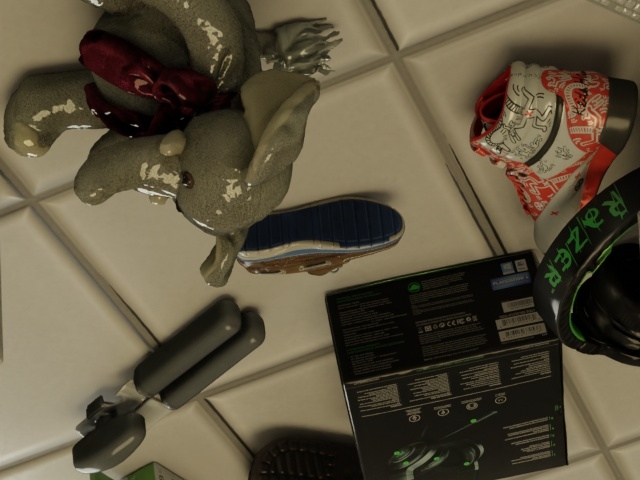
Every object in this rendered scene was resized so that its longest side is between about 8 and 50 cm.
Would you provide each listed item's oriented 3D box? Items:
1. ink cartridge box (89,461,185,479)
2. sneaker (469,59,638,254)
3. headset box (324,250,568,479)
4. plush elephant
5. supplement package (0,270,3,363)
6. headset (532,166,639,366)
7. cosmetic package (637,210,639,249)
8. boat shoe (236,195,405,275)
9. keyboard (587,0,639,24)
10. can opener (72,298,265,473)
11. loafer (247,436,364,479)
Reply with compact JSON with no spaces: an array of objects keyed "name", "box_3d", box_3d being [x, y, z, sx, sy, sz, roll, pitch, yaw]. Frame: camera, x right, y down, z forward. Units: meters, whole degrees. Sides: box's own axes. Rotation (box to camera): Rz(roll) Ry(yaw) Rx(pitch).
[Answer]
[{"name":"ink cartridge box","box_3d":[-0.193,0.348,2.175,0.062,0.109,0.209,-30,136,21]},{"name":"sneaker","box_3d":[0.216,-0.085,1.789,0.145,0.090,0.270,12,147,-2]},{"name":"headset box","box_3d":[0.151,0.169,2.026,0.246,0.131,0.283,-12,140,1]},{"name":"plush elephant","box_3d":[-0.127,-0.103,1.553,0.330,0.255,0.272,3,138,-15]},{"name":"supplement package","box_3d":[-0.454,0.011,1.658,0.198,0.199,0.262,-24,138,14]},{"name":"headset","box_3d":[0.396,0.041,1.866,0.394,0.185,0.243,8,127,-49]},{"name":"cosmetic package","box_3d":[0.407,0.077,1.725,0.153,0.129,0.296,-21,142,-1]},{"name":"boat shoe","box_3d":[0.000,0.000,1.856,0.183,0.066,0.066,-4,145,7]},{"name":"keyboard","box_3d":[0.290,-0.247,1.665,0.256,0.014,0.072,18,132,-30]},{"name":"can opener","box_3d":[-0.172,0.172,1.998,0.074,0.093,0.280,30,121,-36]},{"name":"loafer","box_3d":[0.067,0.331,2.221,0.366,0.134,0.130,20,155,-18]}]
